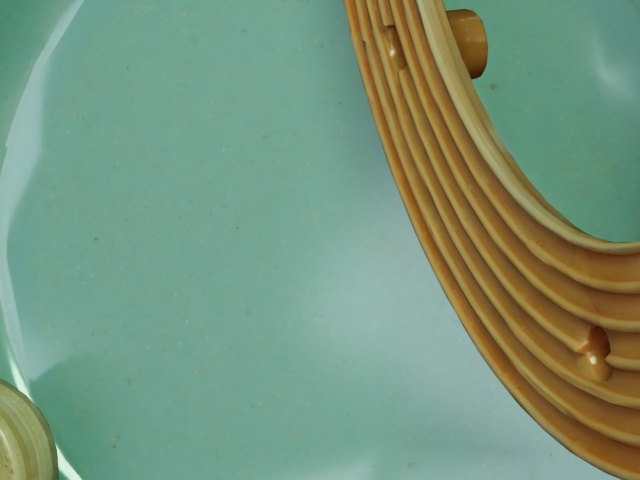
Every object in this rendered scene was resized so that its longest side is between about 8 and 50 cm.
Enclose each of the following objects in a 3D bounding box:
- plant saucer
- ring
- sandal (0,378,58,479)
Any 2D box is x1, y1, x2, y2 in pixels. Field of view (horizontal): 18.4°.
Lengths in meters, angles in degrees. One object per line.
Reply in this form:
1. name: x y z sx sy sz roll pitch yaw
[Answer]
1. plant saucer: 0.000 0.000 0.674 0.318 0.044 0.317 1 92 19
2. ring: 0.067 -0.109 0.461 0.032 0.336 0.336 -7 89 -18
3. sandal: -0.161 0.160 0.690 0.088 0.079 0.240 28 115 23
